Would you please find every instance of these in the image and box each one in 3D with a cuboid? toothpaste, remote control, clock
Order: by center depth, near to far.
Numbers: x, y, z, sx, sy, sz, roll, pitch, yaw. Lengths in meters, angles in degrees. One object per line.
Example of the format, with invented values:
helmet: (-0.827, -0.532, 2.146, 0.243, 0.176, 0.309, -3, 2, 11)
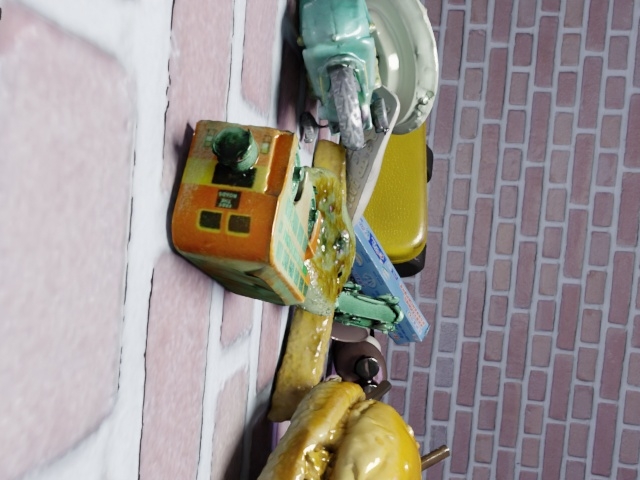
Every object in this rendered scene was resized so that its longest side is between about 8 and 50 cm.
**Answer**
clock: (0.075, -0.261, 0.761, 0.236, 0.053, 0.236, 50, -26, 35)
remote control: (0.067, -0.113, 0.771, 0.073, 0.044, 0.229, 60, -40, 43)
toothpaste: (0.105, 0.069, 0.960, 0.272, 0.066, 0.053, 58, 41, -14)

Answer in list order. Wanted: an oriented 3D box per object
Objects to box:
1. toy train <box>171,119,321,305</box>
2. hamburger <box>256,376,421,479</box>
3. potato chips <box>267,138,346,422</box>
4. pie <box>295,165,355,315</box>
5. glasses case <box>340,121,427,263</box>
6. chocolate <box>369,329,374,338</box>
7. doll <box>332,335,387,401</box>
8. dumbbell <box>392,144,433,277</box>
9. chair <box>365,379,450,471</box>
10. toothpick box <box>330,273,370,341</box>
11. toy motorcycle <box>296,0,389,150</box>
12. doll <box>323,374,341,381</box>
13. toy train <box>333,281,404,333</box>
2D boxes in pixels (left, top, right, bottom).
toy train: (-0.047, -0.014, 0.386, 0.188, 0.072, 0.099, 68, 34, -72)
hamburger: (0.010, 0.298, 0.540, 0.318, 0.158, 0.318, 15, 90, -76)
potato chips: (-0.004, 0.045, 0.723, 0.080, 0.057, 0.407, 72, 24, -63)
pie: (0.000, 0.000, 0.628, 0.187, 0.041, 0.186, -4, 90, -65)
glasses case: (0.126, -0.138, 1.066, 0.141, 0.173, 0.371, 63, 27, -76)
chocolate: (0.112, 0.225, 1.531, 0.125, 0.080, 0.148, -94, 178, -68)
doll: (0.088, 0.282, 1.198, 0.257, 0.117, 0.182, -79, 165, -90)
dumbbell: (0.171, -0.084, 1.315, 0.204, 0.204, 0.322, 71, 26, -69)
chair: (0.027, 0.387, 0.802, 0.186, 0.319, 0.160, 43, -27, 46)
toothpick box: (0.056, 0.110, 1.019, 0.098, 0.098, 0.149, 82, 17, -55)
toy motorcycle: (0.017, -0.211, 0.616, 0.296, 0.109, 0.198, -80, 161, -75)
doll: (0.044, 0.372, 1.072, 0.095, 0.149, 0.192, -28, 126, -28)
toy train: (0.062, 0.115, 0.884, 0.172, 0.099, 0.070, 18, 72, -37)
